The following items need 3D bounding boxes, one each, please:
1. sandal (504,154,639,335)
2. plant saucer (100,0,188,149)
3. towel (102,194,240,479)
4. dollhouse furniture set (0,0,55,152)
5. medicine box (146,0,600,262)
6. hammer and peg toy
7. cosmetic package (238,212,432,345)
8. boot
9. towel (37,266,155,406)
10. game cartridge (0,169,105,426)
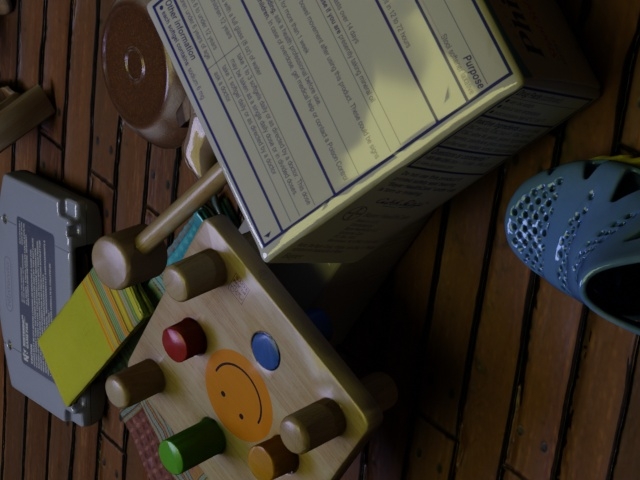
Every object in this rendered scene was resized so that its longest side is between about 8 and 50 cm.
[{"bbox_3d":[0.246,0.017,1.355,0.317,0.138,0.126,22,120,51],"label":"sandal"},{"bbox_3d":[-0.195,-0.198,1.975,0.199,0.036,0.198,20,115,50],"label":"plant saucer"},{"bbox_3d":[-0.141,0.155,2.006,0.370,0.040,0.271,-50,59,48],"label":"towel"},{"bbox_3d":[-0.462,-0.231,2.191,0.161,0.212,0.242,9,134,54],"label":"dollhouse furniture set"},{"bbox_3d":[0.040,-0.161,1.492,0.289,0.149,0.263,-34,71,28],"label":"medicine box"},{"bbox_3d":[-0.101,0.099,1.687,0.361,0.127,0.266,51,138,18],"label":"hammer and peg toy"},{"bbox_3d":[0.000,0.000,1.712,0.127,0.107,0.238,55,136,23],"label":"cosmetic package"},{"bbox_3d":[-0.111,-0.117,1.884,0.087,0.042,0.118,-30,82,45],"label":"boot"},{"bbox_3d":[-0.270,0.103,2.109,0.237,0.021,0.102,-47,61,45],"label":"towel"},{"bbox_3d":[-0.344,0.067,2.245,0.198,0.062,0.297,27,121,52],"label":"game cartridge"}]
